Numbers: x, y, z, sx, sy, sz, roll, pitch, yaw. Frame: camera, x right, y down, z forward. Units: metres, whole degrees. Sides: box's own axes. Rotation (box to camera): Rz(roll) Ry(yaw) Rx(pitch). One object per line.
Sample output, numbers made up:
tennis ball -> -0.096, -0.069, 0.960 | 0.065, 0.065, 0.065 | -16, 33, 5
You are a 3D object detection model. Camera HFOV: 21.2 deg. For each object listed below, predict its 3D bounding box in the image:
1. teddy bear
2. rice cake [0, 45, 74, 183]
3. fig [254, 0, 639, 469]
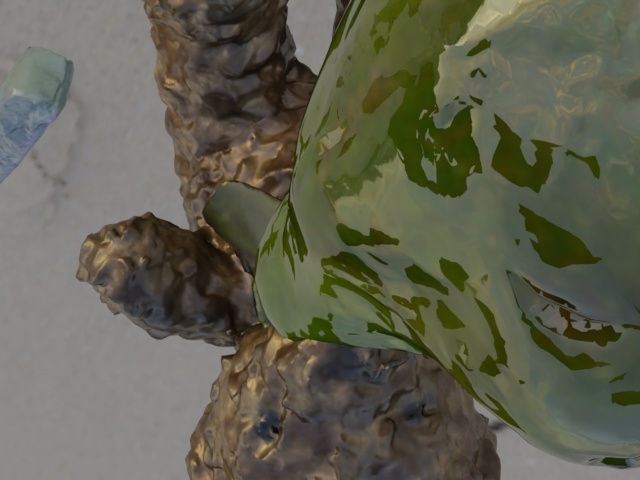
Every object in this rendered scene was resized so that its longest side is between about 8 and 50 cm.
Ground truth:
teddy bear -> 0.000, -0.007, 0.852 | 0.246, 0.222, 0.296 | -5, 127, -8
rice cake -> -0.170, -0.048, 0.887 | 0.030, 0.042, 0.180 | 26, 152, -17
fig -> 0.065, -0.026, 0.530 | 0.275, 0.206, 0.206 | -16, 130, 44
